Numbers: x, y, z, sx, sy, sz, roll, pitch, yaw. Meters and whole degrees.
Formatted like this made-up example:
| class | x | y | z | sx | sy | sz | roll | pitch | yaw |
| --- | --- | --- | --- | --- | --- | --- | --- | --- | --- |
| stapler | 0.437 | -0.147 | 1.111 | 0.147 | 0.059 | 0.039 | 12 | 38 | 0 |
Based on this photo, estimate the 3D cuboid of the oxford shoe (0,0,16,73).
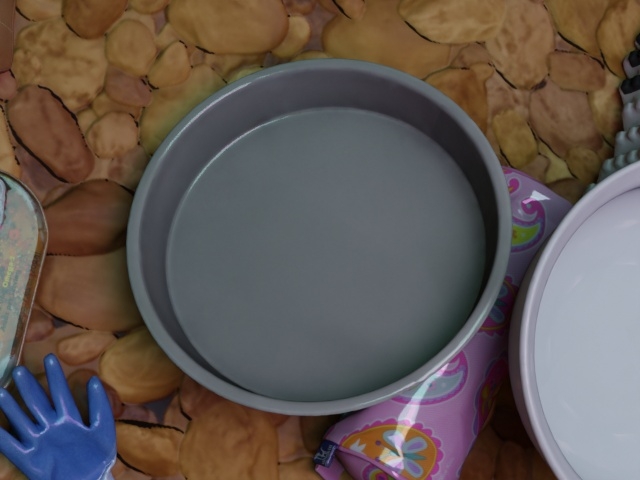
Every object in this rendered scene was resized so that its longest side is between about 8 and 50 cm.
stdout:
| class | x | y | z | sx | sy | sz | roll | pitch | yaw |
| --- | --- | --- | --- | --- | --- | --- | --- | --- | --- |
| oxford shoe | -0.272 | -0.226 | 1.207 | 0.076 | 0.076 | 0.212 | 7 | 76 | -46 |

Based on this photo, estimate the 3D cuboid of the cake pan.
| class | x | y | z | sx | sy | sz | roll | pitch | yaw |
| --- | --- | --- | --- | --- | --- | --- | --- | --- | --- |
| cake pan | 0.000 | 0.000 | 1.193 | 0.293 | 0.054 | 0.293 | -3 | 66 | 7 |

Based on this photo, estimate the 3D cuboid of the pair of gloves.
| class | x | y | z | sx | sy | sz | roll | pitch | yaw |
| --- | --- | --- | --- | --- | --- | --- | --- | --- | --- |
| pair of gloves | -0.232 | 0.185 | 1.154 | 0.198 | 0.023 | 0.159 | -30 | 106 | -20 |

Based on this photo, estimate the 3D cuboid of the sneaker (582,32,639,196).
| class | x | y | z | sx | sy | sz | roll | pitch | yaw |
| --- | --- | --- | --- | --- | --- | --- | --- | --- | --- |
| sneaker | 0.297 | -0.049 | 1.330 | 0.118 | 0.110 | 0.292 | 28 | 75 | -21 |

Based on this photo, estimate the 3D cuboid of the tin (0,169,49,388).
| class | x | y | z | sx | sy | sz | roll | pitch | yaw |
| --- | --- | --- | --- | --- | --- | --- | --- | --- | --- |
| tin | -0.270 | 0.038 | 1.176 | 0.106 | 0.040 | 0.189 | 16 | 78 | -18 |

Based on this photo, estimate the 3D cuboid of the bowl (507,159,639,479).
| class | x | y | z | sx | sy | sz | roll | pitch | yaw |
| --- | --- | --- | --- | --- | --- | --- | --- | --- | --- |
| bowl | 0.255 | 0.084 | 1.180 | 0.298 | 0.134 | 0.297 | 1 | 86 | -21 |

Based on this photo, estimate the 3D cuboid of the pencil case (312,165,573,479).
| class | x | y | z | sx | sy | sz | roll | pitch | yaw |
| --- | --- | --- | --- | --- | --- | --- | --- | --- | --- |
| pencil case | 0.103 | 0.079 | 1.243 | 0.124 | 0.124 | 0.284 | 33 | 75 | -10 |
